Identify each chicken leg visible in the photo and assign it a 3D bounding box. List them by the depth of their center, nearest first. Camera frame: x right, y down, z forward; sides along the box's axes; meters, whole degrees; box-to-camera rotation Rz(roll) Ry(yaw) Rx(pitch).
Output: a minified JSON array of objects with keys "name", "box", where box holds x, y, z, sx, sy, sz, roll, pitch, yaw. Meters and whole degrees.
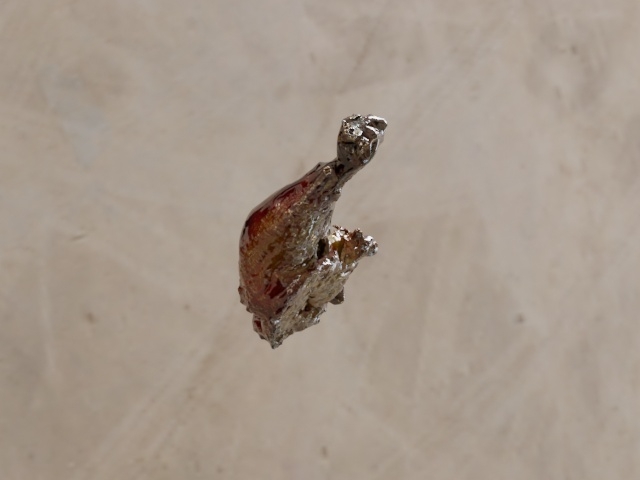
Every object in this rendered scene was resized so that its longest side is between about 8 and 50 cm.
[{"name":"chicken leg","box":[-0.004,0.002,0.619,0.037,0.062,0.145,55,-13,18]}]
